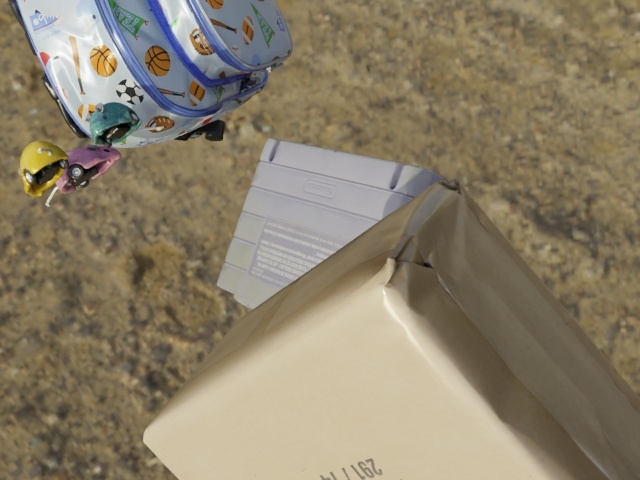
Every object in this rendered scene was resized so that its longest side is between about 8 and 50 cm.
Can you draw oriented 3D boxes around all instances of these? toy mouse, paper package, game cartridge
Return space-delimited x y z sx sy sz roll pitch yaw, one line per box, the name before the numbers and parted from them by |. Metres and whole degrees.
toy mouse | -0.201 -0.083 0.988 0.143 0.161 0.031 -31 81 -30
paper package | 0.070 0.163 0.947 0.325 0.309 0.168 -35 10 39
game cartridge | 0.000 0.000 1.420 0.355 0.068 0.230 19 94 57

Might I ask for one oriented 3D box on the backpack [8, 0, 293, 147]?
backpack | -0.168 -0.218 1.136 0.213 0.276 0.263 -26 9 33
